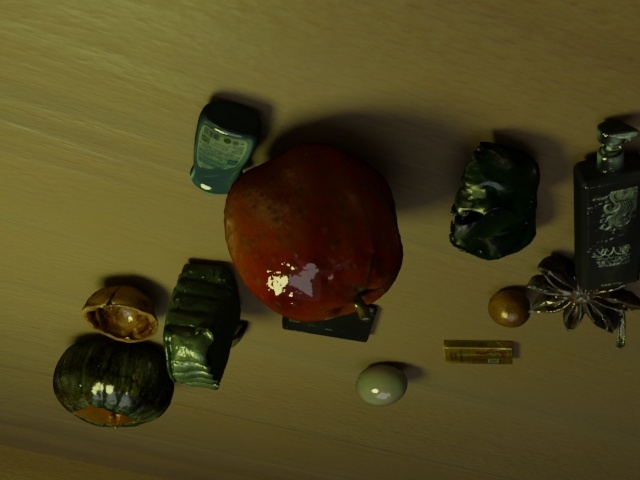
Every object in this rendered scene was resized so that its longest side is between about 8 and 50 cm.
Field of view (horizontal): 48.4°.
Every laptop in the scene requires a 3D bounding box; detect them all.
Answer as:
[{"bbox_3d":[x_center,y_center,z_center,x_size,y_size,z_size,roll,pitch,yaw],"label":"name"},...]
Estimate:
[{"bbox_3d":[0.016,0.175,1.598,0.207,0.026,0.154,9,148,0],"label":"laptop"}]

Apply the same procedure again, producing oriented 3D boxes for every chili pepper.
[{"bbox_3d":[0.277,-0.041,1.125,0.148,0.116,0.265,-1,147,8],"label":"chili pepper"}]

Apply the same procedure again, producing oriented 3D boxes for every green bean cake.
[{"bbox_3d":[-0.246,0.183,1.486,0.124,0.227,0.223,5,147,2],"label":"green bean cake"}]

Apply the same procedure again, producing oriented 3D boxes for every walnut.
[{"bbox_3d":[-0.448,0.154,1.614,0.167,0.087,0.211,3,149,-5],"label":"walnut"}]

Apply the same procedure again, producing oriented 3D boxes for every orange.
[{"bbox_3d":[0.376,0.135,1.415,0.084,0.085,0.085,6,147,4],"label":"orange"}]

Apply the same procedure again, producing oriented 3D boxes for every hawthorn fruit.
[{"bbox_3d":[0.000,0.000,1.110,0.275,0.300,0.275,-24,157,-11],"label":"hawthorn fruit"}]

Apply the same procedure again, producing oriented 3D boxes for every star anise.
[{"bbox_3d":[0.496,0.100,1.321,0.262,0.081,0.230,39,130,-22],"label":"star anise"}]

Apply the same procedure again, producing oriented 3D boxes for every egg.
[{"bbox_3d":[0.153,0.363,1.784,0.135,0.103,0.103,-13,141,29],"label":"egg"}]

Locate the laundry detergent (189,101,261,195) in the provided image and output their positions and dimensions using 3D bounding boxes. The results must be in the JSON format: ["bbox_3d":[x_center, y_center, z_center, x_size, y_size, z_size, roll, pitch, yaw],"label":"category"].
[{"bbox_3d":[-0.160,-0.132,1.134,0.096,0.061,0.206,13,147,-13],"label":"laundry detergent"}]

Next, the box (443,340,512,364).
[{"bbox_3d":[0.366,0.260,1.654,0.156,0.022,0.089,-3,147,16],"label":"box"}]

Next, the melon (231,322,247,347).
[{"bbox_3d":[-0.257,0.237,1.706,0.160,0.079,0.128,7,146,2],"label":"melon"}]

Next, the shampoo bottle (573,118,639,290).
[{"bbox_3d":[0.442,-0.051,1.092,0.098,0.071,0.310,-8,132,12],"label":"shampoo bottle"}]

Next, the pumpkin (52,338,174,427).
[{"bbox_3d":[-0.549,0.380,1.888,0.320,0.192,0.320,7,146,5],"label":"pumpkin"}]
